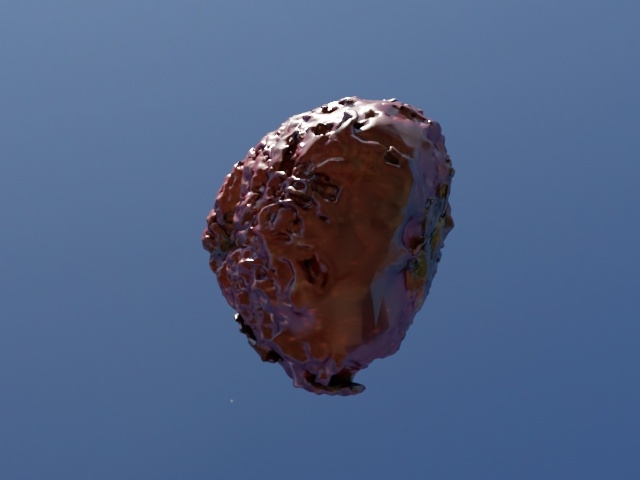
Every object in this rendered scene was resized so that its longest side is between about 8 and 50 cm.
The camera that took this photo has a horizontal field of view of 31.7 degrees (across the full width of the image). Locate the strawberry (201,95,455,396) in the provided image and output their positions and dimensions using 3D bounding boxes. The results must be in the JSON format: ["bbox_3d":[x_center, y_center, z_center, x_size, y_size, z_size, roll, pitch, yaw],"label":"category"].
[{"bbox_3d":[0.000,0.000,1.023,0.220,0.274,0.274,14,-99,15],"label":"strawberry"}]
